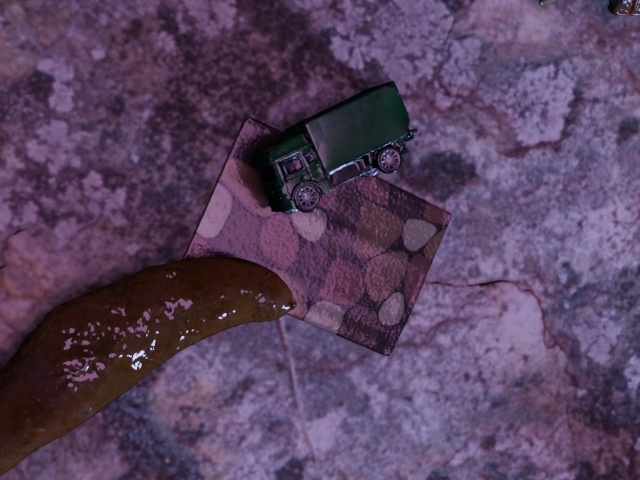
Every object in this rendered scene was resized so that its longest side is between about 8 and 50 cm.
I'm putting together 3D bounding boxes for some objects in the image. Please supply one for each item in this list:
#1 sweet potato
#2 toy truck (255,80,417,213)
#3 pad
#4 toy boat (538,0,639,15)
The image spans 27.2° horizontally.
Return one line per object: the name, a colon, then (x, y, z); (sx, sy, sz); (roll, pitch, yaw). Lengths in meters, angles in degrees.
sweet potato: (-0.188, 0.096, 1.156); (0.341, 0.092, 0.114); (-31, 117, -13)
toy truck: (0.012, -0.081, 1.222); (0.147, 0.065, 0.079); (-28, 99, -18)
pad: (0.000, 0.000, 1.261); (0.235, 0.003, 0.158); (25, 86, -20)
toy boat: (0.300, -0.254, 1.312); (0.172, 0.065, 0.066); (-4, 87, -14)
